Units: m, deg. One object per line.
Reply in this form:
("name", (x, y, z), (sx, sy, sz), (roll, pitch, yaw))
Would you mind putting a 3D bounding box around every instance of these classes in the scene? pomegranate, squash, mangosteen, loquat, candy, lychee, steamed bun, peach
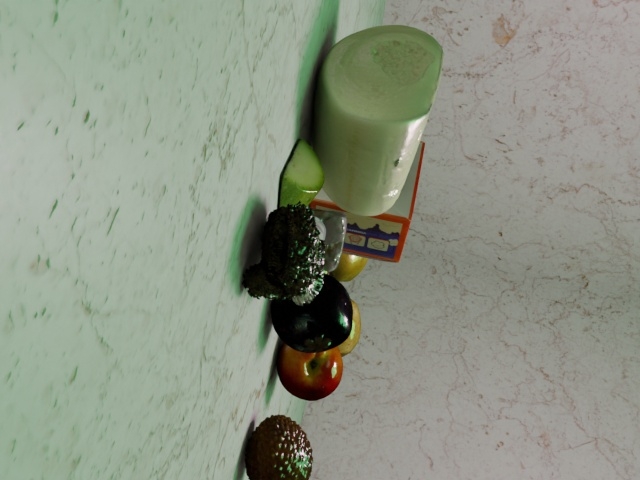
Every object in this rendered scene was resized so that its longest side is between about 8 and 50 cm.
("pomegranate", (0.045, 0.331, 2.466), (0.260, 0.261, 0.260), (12, 90, -85))
("squash", (-0.037, -0.115, 1.458), (0.191, 0.085, 0.184), (-70, 169, -49))
("mangosteen", (-0.024, 0.173, 1.617), (0.243, 0.243, 0.242), (12, 90, -85))
("loquat", (0.079, 0.025, 2.312), (0.213, 0.214, 0.245), (-51, 158, -79))
("candy", (0.000, 0.000, 1.819), (0.195, 0.137, 0.184), (-41, 142, -85))
("lychee", (-0.109, 0.580, 1.663), (0.200, 0.200, 0.238), (94, -3, -53))
("steamed bun", (0.123, -0.323, 1.634), (0.371, 0.290, 0.455), (104, 4, -48))
("peach", (-0.036, 0.372, 1.928), (0.243, 0.200, 0.243), (167, -90, -79))

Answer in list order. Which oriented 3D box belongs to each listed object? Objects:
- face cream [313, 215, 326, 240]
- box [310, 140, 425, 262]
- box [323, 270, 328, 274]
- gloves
("face cream", (-0.044, 0.021, 1.591), (0.073, 0.107, 0.269), (-57, -174, 25))
("box", (0.151, -0.152, 2.077), (0.256, 0.319, 0.348), (93, 9, -55))
("box", (-0.037, 0.242, 2.149), (0.134, 0.097, 0.345), (-41, 143, -81))
("gloves", (-0.061, 0.032, 1.242), (0.312, 0.135, 0.210), (85, 17, -71))
